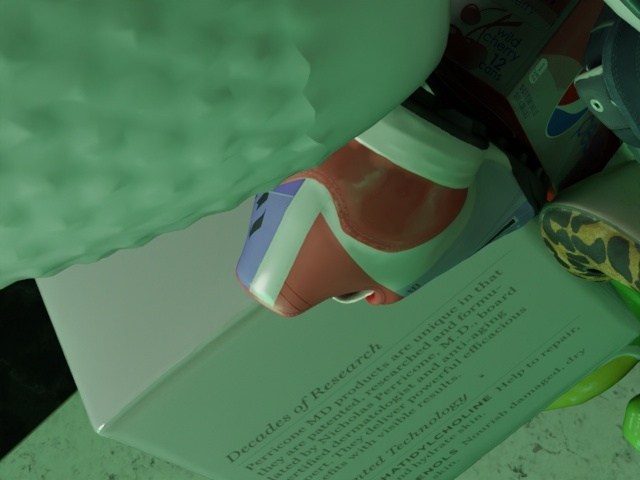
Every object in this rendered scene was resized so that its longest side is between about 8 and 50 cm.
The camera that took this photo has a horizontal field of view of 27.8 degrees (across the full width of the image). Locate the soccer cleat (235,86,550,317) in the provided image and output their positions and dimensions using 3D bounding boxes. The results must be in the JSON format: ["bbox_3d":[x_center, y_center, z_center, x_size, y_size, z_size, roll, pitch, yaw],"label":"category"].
[{"bbox_3d":[0.041,-0.021,0.681,0.109,0.116,0.318,36,-172,14],"label":"soccer cleat"}]

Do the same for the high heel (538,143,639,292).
[{"bbox_3d":[0.213,0.032,0.755,0.186,0.093,0.261,60,174,19],"label":"high heel"}]

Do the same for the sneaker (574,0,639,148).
[{"bbox_3d":[0.118,-0.093,0.453,0.226,0.086,0.163,35,179,-24],"label":"sneaker"}]

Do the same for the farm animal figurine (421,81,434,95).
[{"bbox_3d":[-0.114,-0.148,0.776,0.330,0.172,0.327,32,-158,21],"label":"farm animal figurine"}]

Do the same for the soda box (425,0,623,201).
[{"bbox_3d":[0.120,-0.098,0.750,0.092,0.083,0.263,38,-178,20],"label":"soda box"}]

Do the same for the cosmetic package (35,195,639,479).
[{"bbox_3d":[0.000,0.000,1.102,0.394,0.327,0.329,36,-162,-50],"label":"cosmetic package"}]

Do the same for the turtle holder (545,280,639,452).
[{"bbox_3d":[0.247,0.077,1.358,0.320,0.227,0.243,37,180,-16],"label":"turtle holder"}]

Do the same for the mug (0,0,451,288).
[{"bbox_3d":[-0.135,-0.150,0.415,0.374,0.328,0.276,84,176,-45],"label":"mug"}]
